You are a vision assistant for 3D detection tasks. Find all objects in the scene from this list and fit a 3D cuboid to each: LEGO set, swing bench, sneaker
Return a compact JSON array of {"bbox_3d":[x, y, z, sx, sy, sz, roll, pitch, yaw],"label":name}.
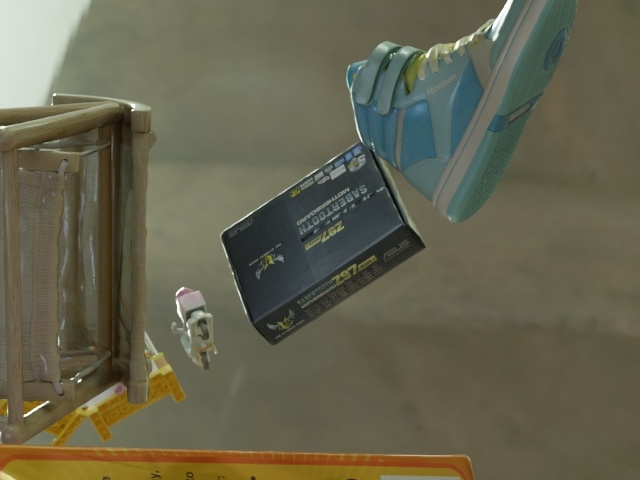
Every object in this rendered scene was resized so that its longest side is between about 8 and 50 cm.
[{"bbox_3d":[-0.247,0.119,1.838,0.287,0.107,0.132,-12,-48,-23],"label":"LEGO set"},{"bbox_3d":[-0.234,0.015,1.592,0.254,0.165,0.253,-14,-72,-56],"label":"swing bench"},{"bbox_3d":[0.139,-0.195,2.094,0.127,0.208,0.319,-25,-35,-55],"label":"sneaker"}]

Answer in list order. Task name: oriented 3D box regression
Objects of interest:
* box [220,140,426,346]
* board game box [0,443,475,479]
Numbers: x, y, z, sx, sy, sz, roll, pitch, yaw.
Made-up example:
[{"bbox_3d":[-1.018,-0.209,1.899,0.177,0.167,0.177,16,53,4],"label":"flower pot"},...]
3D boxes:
[{"bbox_3d":[0.000,0.000,2.361,0.232,0.183,0.059,-33,-49,11],"label":"box"},{"bbox_3d":[-0.110,0.354,1.170,0.356,0.356,0.357,6,-119,-36],"label":"board game box"}]
